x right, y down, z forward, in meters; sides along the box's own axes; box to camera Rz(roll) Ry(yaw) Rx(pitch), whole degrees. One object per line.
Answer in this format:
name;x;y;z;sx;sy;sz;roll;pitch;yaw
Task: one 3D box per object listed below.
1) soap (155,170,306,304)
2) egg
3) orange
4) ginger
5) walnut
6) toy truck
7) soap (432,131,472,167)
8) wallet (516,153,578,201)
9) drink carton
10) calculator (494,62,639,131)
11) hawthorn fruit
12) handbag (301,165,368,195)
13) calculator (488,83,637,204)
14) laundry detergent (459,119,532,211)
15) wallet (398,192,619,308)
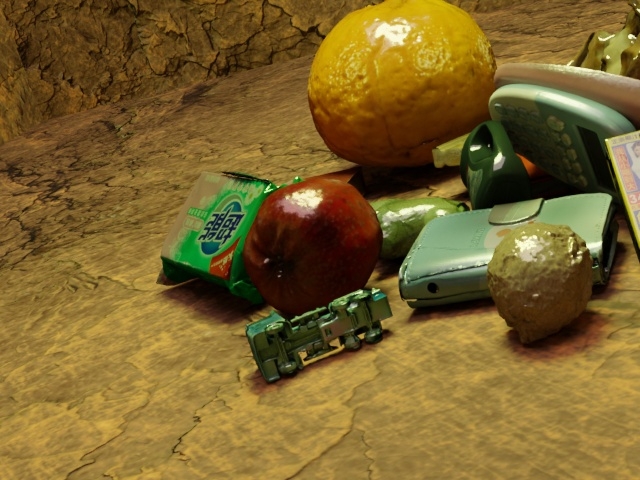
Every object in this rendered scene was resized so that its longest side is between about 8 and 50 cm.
soap;-0.130;-0.006;1.723;0.273;0.098;0.217;15;81;61
egg;0.240;0.041;1.280;0.116;0.118;0.140;14;45;13
orange;0.144;-0.278;2.036;0.341;0.293;0.340;-5;11;1
ginger;0.080;-0.012;1.655;0.290;0.089;0.137;-1;35;37
walnut;0.480;-0.257;1.785;0.141;0.204;0.238;17;26;-12
toy truck;-0.004;0.103;1.403;0.175;0.067;0.081;-21;16;-13
soap;0.292;-0.169;1.867;0.252;0.037;0.092;-25;16;-40
wallet;0.318;-0.103;1.775;0.142;0.045;0.204;-12;18;12
drink carton;0.391;-0.051;1.380;0.071;0.056;0.165;-12;56;8
calculator;0.375;-0.154;1.589;0.330;0.220;0.048;20;70;42
hawthorn fruit;0.000;0.000;1.536;0.179;0.179;0.200;-5;21;34
handbag;-0.005;-0.068;1.962;0.127;0.062;0.190;-11;14;19
calculator;0.349;-0.127;1.560;0.303;0.188;0.042;25;68;41
laundry detergent;0.237;-0.100;1.618;0.078;0.144;0.221;-1;34;-2
wallet;0.236;0.013;1.441;0.251;0.075;0.176;-8;23;24
